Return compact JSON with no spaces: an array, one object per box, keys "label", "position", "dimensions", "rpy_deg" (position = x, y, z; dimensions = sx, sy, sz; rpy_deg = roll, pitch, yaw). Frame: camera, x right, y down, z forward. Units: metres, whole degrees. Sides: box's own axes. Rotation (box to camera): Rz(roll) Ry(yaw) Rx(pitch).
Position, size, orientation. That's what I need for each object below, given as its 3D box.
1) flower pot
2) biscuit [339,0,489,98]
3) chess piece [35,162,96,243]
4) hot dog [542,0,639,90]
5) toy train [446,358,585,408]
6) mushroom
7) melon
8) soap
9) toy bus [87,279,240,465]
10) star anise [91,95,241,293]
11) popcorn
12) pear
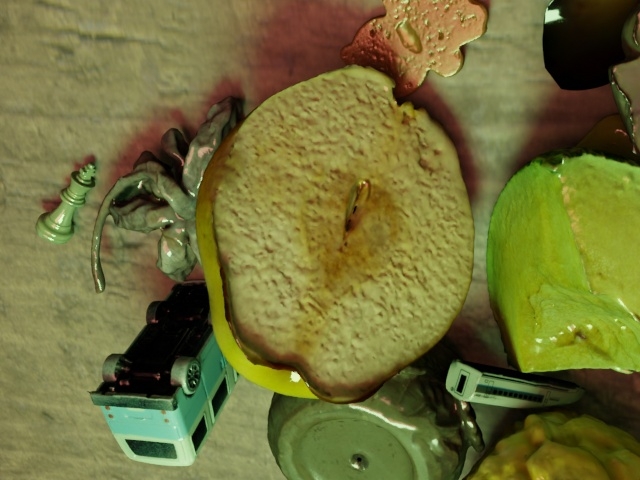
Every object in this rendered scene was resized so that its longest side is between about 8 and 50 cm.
[{"label":"flower pot","position":[0.082,0.237,1.009],"dimensions":[0.302,0.213,0.301],"rpy_deg":[7,117,15]},{"label":"biscuit","position":[0.115,-0.245,0.873],"dimensions":[0.133,0.027,0.184],"rpy_deg":[38,122,-3]},{"label":"chess piece","position":[-0.389,-0.064,1.114],"dimensions":[0.059,0.059,0.149],"rpy_deg":[37,116,-1]},{"label":"hot dog","position":[0.377,-0.290,0.714],"dimensions":[0.326,0.107,0.194],"rpy_deg":[-10,129,28]},{"label":"toy train","position":[0.271,0.199,0.944],"dimensions":[0.055,0.252,0.048],"rpy_deg":[12,87,55]},{"label":"mushroom","position":[0.356,-0.150,0.687],"dimensions":[0.141,0.117,0.188],"rpy_deg":[-19,97,22]},{"label":"melon","position":[0.310,0.058,0.829],"dimensions":[0.331,0.343,0.226],"rpy_deg":[25,83,-7]},{"label":"soap","position":[0.341,-0.087,0.863],"dimensions":[0.089,0.045,0.140],"rpy_deg":[36,122,-4]},{"label":"toy bus","position":[-0.198,0.189,1.051],"dimensions":[0.133,0.271,0.164],"rpy_deg":[0,121,18]},{"label":"star anise","position":[-0.180,-0.029,1.007],"dimensions":[0.316,0.139,0.359],"rpy_deg":[22,114,13]},{"label":"popcorn","position":[0.325,0.413,0.912],"dimensions":[0.354,0.344,0.390],"rpy_deg":[47,150,25]},{"label":"pear","position":[0.000,0.000,0.871],"dimensions":[0.340,0.386,0.191],"rpy_deg":[35,157,-18]}]
